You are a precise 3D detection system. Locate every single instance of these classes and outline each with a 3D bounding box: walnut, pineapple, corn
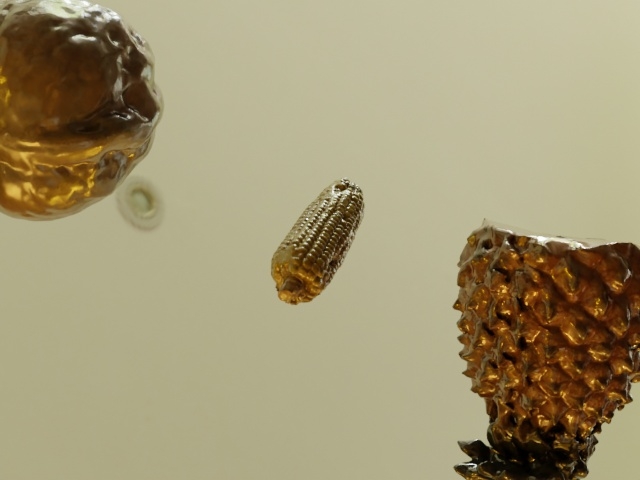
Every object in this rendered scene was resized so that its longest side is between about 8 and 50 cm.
[{"bbox_3d":[-0.294,-0.144,1.260,0.248,0.248,0.248,23,-125,-37],"label":"walnut"},{"bbox_3d":[0.239,0.164,1.263,0.223,0.223,0.357,2,-82,-45],"label":"pineapple"},{"bbox_3d":[0.000,0.000,1.737,0.097,0.097,0.262,49,-136,-16],"label":"corn"}]
